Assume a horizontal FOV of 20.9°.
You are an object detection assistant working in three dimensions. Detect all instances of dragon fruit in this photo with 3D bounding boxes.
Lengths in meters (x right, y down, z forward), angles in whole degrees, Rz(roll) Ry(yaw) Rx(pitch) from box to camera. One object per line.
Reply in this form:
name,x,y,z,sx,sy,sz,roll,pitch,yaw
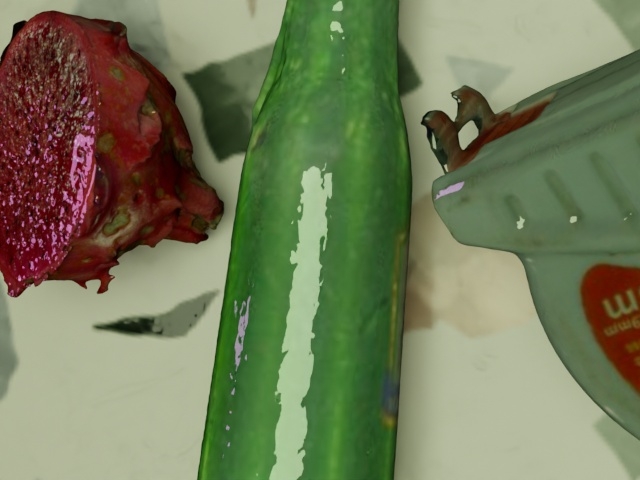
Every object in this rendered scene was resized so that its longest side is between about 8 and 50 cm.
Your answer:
dragon fruit,-0.107,-0.046,0.915,0.153,0.111,0.153,-14,72,50

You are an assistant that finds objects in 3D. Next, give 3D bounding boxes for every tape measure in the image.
tape measure,0.209,-0.008,0.797,0.243,0.125,0.246,-23,107,38

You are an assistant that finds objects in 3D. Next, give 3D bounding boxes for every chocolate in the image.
chocolate,0.000,0.000,0.886,0.110,0.110,0.291,6,91,12
